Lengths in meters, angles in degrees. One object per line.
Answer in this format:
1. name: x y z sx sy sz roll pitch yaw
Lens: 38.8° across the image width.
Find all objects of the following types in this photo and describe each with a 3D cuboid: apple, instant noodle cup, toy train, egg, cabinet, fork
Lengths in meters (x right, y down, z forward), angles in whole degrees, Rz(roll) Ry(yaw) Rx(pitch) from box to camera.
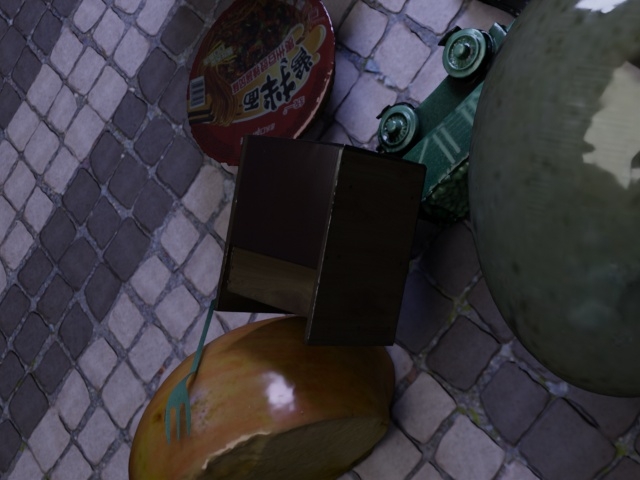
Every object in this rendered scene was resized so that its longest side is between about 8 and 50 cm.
1. apple: -0.071 0.227 1.139 0.252 0.314 0.309 40 114 -7
2. instant noodle cup: -0.066 -0.223 1.296 0.274 0.091 0.273 -10 72 35
3. toy train: 0.171 -0.142 1.086 0.269 0.115 0.154 -43 55 20
4. egg: 0.307 -0.068 0.826 0.345 0.345 0.427 14 94 38
5. cabinet: 0.000 0.000 1.056 0.175 0.148 0.215 12 93 47
6. fork: -0.153 0.141 1.079 0.039 0.021 0.235 -23 33 21

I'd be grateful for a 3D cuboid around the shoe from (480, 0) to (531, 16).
1. shoe: 0.240 -0.327 1.095 0.241 0.093 0.108 43 106 34
